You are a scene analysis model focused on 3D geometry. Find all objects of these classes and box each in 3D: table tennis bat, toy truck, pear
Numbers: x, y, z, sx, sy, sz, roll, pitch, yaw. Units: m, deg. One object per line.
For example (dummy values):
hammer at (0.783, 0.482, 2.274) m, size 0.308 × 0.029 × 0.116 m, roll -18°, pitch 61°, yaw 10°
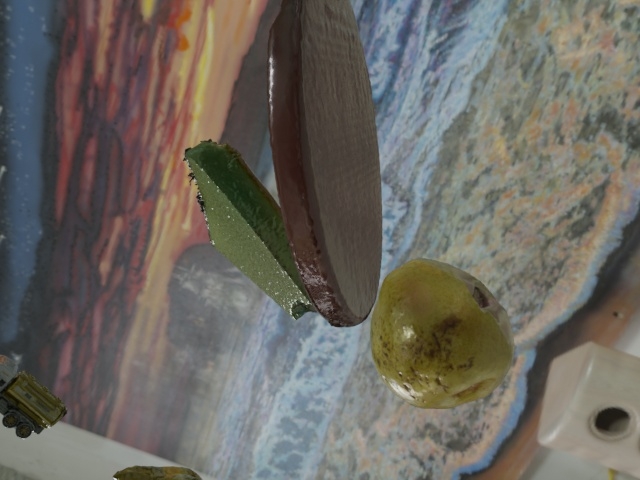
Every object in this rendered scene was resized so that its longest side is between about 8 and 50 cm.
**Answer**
table tennis bat at (0.009, -0.133, 0.543) m, size 0.268 × 0.051 × 0.415 m, roll -41°, pitch -55°, yaw -70°
toy truck at (-0.395, 0.202, 0.864) m, size 0.063 × 0.123 × 0.052 m, roll -44°, pitch 19°, yaw -9°
pear at (0.207, 0.160, 1.160) m, size 0.271 × 0.271 × 0.271 m, roll 20°, pitch -90°, yaw -89°

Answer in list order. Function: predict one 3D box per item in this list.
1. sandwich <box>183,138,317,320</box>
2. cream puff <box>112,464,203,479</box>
sandwich at (-0.067, -0.002, 0.860) m, size 0.063 × 0.212 × 0.245 m, roll -44°, pitch -19°, yaw -19°
cream puff at (-0.211, 0.415, 0.849) m, size 0.324 × 0.257 × 0.291 m, roll -24°, pitch -7°, yaw -35°
